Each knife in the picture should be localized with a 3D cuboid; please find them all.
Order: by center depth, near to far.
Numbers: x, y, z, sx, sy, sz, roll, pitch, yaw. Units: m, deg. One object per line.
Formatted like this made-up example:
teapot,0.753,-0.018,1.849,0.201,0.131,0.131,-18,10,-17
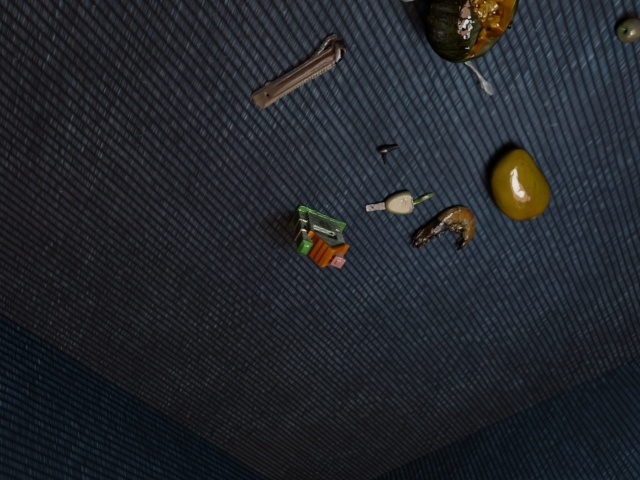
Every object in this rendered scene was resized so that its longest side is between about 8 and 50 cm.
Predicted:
knife,-0.073,-0.560,1.575,0.365,0.043,0.089,-29,91,15
knife,0.387,-0.157,1.930,0.184,0.022,0.026,-26,154,9

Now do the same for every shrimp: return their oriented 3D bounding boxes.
shrimp,0.539,-0.021,2.025,0.290,0.054,0.222,-33,123,10

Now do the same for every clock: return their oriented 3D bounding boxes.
clock,0.000,0.000,1.841,0.220,0.255,0.106,21,119,-20

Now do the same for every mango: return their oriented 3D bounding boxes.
mango,0.785,-0.218,1.857,0.211,0.173,0.317,-27,117,10

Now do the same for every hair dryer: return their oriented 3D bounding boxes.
hair dryer,0.259,-0.329,1.795,0.079,0.031,0.083,-15,140,-8

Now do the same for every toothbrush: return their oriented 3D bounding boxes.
toothbrush,0.476,-0.641,1.597,0.413,0.042,0.035,40,95,-28

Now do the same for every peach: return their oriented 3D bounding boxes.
peach,1.056,-0.717,1.600,0.083,0.083,0.083,-4,125,-5

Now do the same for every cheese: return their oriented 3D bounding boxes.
cheese,0.282,-0.145,1.908,0.192,0.037,0.097,-8,108,6

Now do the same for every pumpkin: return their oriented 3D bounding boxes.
pumpkin,0.455,-0.700,1.415,0.320,0.192,0.320,-30,145,-23
